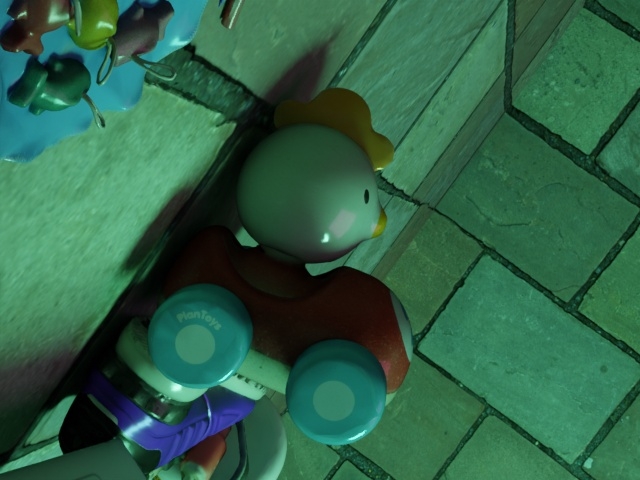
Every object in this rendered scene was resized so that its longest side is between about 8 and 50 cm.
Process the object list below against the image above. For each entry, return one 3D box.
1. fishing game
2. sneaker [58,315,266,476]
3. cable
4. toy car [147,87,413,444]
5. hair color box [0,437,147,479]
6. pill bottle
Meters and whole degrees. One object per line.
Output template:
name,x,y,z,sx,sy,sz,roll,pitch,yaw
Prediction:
fishing game,-0.081,-0.104,0.398,0.264,0.041,0.189,-43,169,-47
sneaker,-0.150,0.154,0.834,0.146,0.102,0.293,-51,164,-1
cable,-0.100,0.167,0.995,0.287,0.139,0.072,-49,161,-41
toy car,0.000,0.000,0.738,0.219,0.210,0.238,-59,171,-80
hair color box,-0.191,0.243,0.511,0.114,0.185,0.374,-39,167,11
pill bottle,-0.150,0.293,1.119,0.162,0.162,0.278,-45,168,-41
